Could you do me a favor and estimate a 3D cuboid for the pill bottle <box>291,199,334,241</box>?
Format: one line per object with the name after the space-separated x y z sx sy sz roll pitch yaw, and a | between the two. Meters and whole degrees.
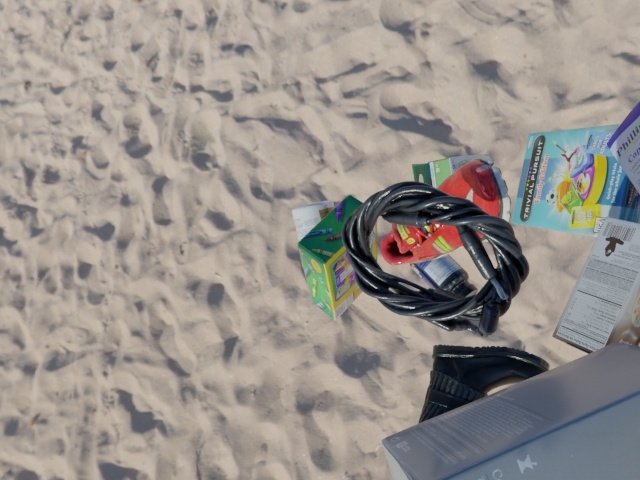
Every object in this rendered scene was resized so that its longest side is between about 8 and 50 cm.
0.000 0.000 1.419 0.131 0.131 0.229 -12 94 21 | pill bottle

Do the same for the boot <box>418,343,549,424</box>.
0.458 0.443 1.313 0.348 0.131 0.260 -7 56 38 | boot

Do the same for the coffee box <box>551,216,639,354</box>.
0.551 0.099 0.862 0.098 0.141 0.247 26 93 53 | coffee box

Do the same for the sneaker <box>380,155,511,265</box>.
0.167 -0.020 0.676 0.118 0.279 0.107 -17 72 -19 | sneaker

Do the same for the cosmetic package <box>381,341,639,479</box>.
0.180 0.176 0.342 0.238 0.107 0.127 -19 87 -9 | cosmetic package

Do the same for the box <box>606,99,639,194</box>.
0.433 -0.093 0.535 0.126 0.072 0.137 8 45 -5 | box

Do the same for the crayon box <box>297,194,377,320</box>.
0.049 0.048 1.054 0.081 0.278 0.165 35 67 26 | crayon box

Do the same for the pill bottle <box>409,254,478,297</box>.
0.409 0.115 1.536 0.123 0.123 0.219 -44 63 8 | pill bottle

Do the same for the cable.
0.098 0.015 0.451 0.184 0.151 0.047 28 47 24 | cable

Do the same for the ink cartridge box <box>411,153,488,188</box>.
0.300 -0.130 1.036 0.062 0.209 0.109 -4 96 51 | ink cartridge box

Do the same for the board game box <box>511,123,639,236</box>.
0.633 -0.144 1.143 0.079 0.336 0.254 7 96 -17 | board game box
